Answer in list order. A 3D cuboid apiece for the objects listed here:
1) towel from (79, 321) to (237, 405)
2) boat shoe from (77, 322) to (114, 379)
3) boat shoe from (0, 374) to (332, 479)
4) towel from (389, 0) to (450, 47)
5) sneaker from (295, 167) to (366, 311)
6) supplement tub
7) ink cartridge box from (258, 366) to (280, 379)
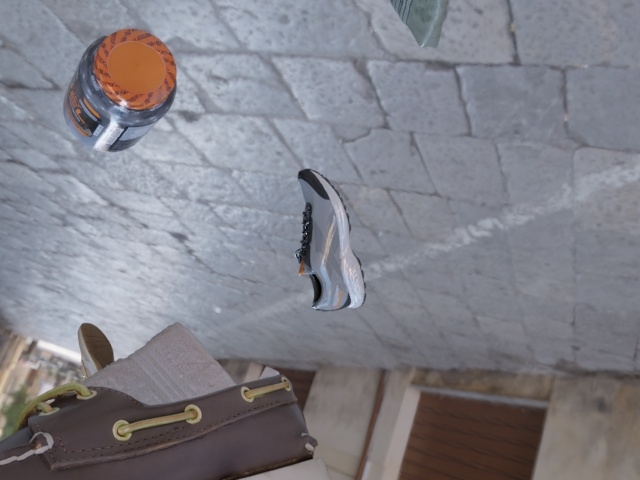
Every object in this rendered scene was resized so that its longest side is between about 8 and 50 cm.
[{"bbox_3d":[-0.189,0.262,0.939,0.282,0.187,0.049,46,139,13],"label":"towel"},{"bbox_3d":[-0.398,0.226,1.184,0.063,0.059,0.170,18,-145,-58],"label":"boat shoe"},{"bbox_3d":[-0.131,0.140,0.411,0.325,0.096,0.117,5,147,-43],"label":"boat shoe"},{"bbox_3d":[0.095,-0.437,0.764,0.056,0.312,0.324,-19,152,-17],"label":"towel"},{"bbox_3d":[0.000,0.000,1.215,0.108,0.271,0.100,-15,179,-14],"label":"sneaker"},{"bbox_3d":[-0.448,-0.331,1.498,0.207,0.207,0.338,26,161,-23],"label":"supplement tub"},{"bbox_3d":[-0.105,0.280,1.229,0.028,0.083,0.048,21,151,22],"label":"ink cartridge box"}]
